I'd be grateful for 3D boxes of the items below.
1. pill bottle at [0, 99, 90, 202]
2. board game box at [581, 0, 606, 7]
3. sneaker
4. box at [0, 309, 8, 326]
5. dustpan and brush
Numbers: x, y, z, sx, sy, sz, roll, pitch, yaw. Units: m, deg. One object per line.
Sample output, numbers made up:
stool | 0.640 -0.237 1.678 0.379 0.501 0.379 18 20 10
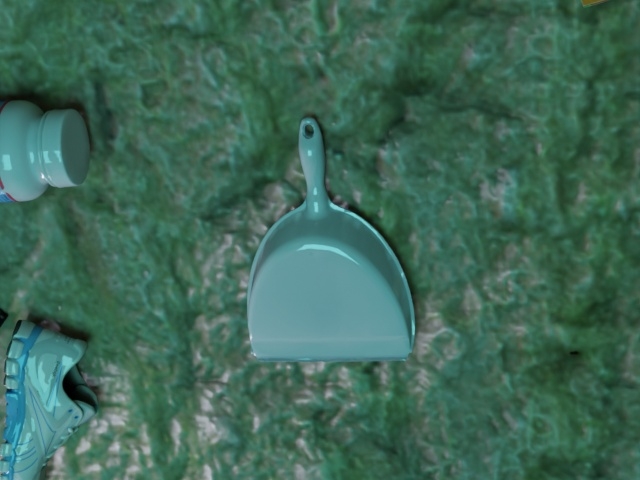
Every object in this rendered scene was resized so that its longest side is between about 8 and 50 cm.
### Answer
pill bottle | -0.282 -0.074 1.560 0.160 0.087 0.087 -3 115 14
board game box | 0.305 -0.278 1.347 0.281 0.027 0.145 -15 110 20
sneaker | -0.247 0.167 1.685 0.083 0.071 0.190 9 118 3
box | -0.337 0.088 1.675 0.062 0.052 0.083 37 117 -6
dustpan and brush | 0.000 0.000 1.553 0.147 0.060 0.211 -1 122 13
